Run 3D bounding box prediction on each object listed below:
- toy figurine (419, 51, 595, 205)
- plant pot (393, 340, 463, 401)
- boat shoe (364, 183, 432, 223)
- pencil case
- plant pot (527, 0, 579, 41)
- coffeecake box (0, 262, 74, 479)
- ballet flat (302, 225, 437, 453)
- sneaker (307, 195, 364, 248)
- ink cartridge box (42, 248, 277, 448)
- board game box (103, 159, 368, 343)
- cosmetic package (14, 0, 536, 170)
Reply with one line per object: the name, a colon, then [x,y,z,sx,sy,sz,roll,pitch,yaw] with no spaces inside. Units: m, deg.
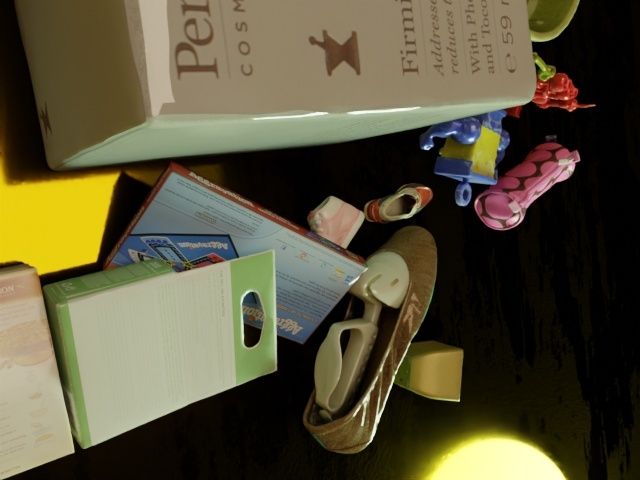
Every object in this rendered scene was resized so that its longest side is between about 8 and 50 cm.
toy figurine: [0.251,-0.154,0.845,0.363,0.191,0.217,2,106,-53]
plant pot: [0.160,0.201,0.859,0.083,0.082,0.081,6,88,-26]
boat shoe: [0.129,-0.057,0.849,0.137,0.043,0.049,-19,100,-36]
pencil case: [0.372,-0.101,0.991,0.209,0.098,0.095,-38,112,-28]
plant pot: [0.172,-0.390,0.728,0.276,0.254,0.275,-9,103,-42]
coffeecake box: [-0.324,0.126,0.508,0.143,0.068,0.185,-13,99,-35]
ballet flat: [0.062,0.119,0.761,0.124,0.116,0.342,34,77,-45]
sneaker: [0.000,0.000,0.756,0.070,0.051,0.134,35,77,-19]
ink cartridge box: [-0.161,0.103,0.609,0.235,0.056,0.171,-16,117,-36]
board game box: [-0.089,0.029,0.657,0.281,0.027,0.145,27,110,-34]
cosmetic package: [-0.057,-0.258,0.534,0.394,0.328,0.329,-13,99,-34]
